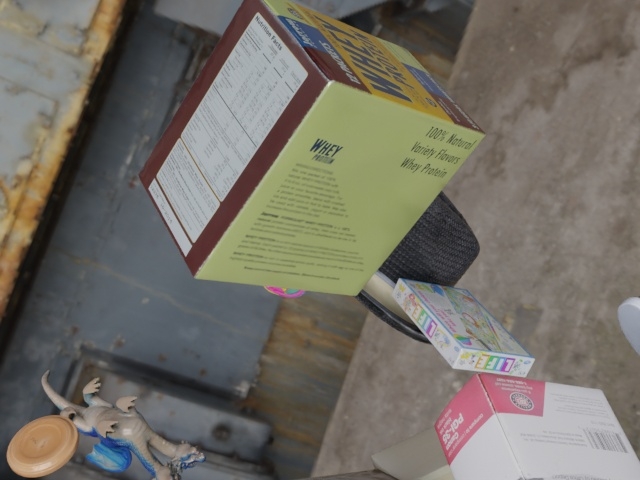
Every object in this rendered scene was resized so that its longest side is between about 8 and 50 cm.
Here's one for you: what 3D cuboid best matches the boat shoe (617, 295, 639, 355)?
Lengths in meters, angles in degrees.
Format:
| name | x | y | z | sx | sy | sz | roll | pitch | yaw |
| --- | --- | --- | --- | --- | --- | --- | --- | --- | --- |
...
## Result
| name | x | y | z | sx | sy | sz | roll | pitch | yaw |
| --- | --- | --- | --- | --- | --- | --- | --- | --- | --- |
| boat shoe | 0.509 | 0.152 | 1.232 | 0.076 | 0.228 | 0.080 | -44 | -3 | -27 |

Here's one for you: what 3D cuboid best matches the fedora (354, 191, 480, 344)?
| name | x | y | z | sx | sy | sz | roll | pitch | yaw |
| --- | --- | --- | --- | --- | --- | --- | --- | --- | --- |
| fedora | 0.093 | -0.020 | 1.175 | 0.152 | 0.334 | 0.334 | -47 | 31 | 14 |

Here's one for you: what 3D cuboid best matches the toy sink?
| name | x | y | z | sx | sy | sz | roll | pitch | yaw |
| --- | --- | --- | --- | --- | --- | --- | --- | --- | --- |
| toy sink | 0.244 | 0.454 | 1.734 | 0.153 | 0.234 | 0.131 | 26 | 136 | 68 |

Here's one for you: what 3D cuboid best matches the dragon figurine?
| name | x | y | z | sx | sy | sz | roll | pitch | yaw |
| --- | --- | --- | --- | --- | --- | --- | --- | --- | --- |
| dragon figurine | -0.306 | 0.283 | 1.315 | 0.289 | 0.144 | 0.085 | 9 | 48 | 32 |

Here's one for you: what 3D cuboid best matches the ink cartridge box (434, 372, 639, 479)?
| name | x | y | z | sx | sy | sz | roll | pitch | yaw |
| --- | --- | --- | --- | --- | --- | --- | --- | --- | --- |
| ink cartridge box | 0.280 | 0.306 | 1.036 | 0.117 | 0.207 | 0.283 | -58 | 32 | 34 |

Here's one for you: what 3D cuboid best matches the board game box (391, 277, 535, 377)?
| name | x | y | z | sx | sy | sz | roll | pitch | yaw |
| --- | --- | --- | --- | --- | --- | --- | --- | --- | --- |
| board game box | 0.161 | 0.098 | 1.025 | 0.026 | 0.103 | 0.154 | -68 | 30 | 19 |

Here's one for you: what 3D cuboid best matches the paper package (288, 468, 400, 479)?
| name | x | y | z | sx | sy | sz | roll | pitch | yaw |
| --- | --- | --- | --- | --- | --- | --- | --- | --- | --- |
| paper package | 0.001 | 0.508 | 1.518 | 0.309 | 0.325 | 0.168 | 167 | 100 | -74 |

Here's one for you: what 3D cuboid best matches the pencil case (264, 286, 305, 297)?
| name | x | y | z | sx | sy | sz | roll | pitch | yaw |
| --- | --- | --- | --- | --- | --- | --- | --- | --- | --- |
| pencil case | 0.000 | 0.000 | 1.344 | 0.104 | 0.104 | 0.236 | -44 | -5 | 39 |

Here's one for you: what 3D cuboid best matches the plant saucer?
| name | x | y | z | sx | sy | sz | roll | pitch | yaw |
| --- | --- | --- | --- | --- | --- | --- | --- | --- | --- |
| plant saucer | -0.320 | 0.234 | 1.028 | 0.083 | 0.083 | 0.013 | -106 | 3 | -52 |

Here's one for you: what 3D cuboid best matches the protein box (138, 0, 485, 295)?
| name | x | y | z | sx | sy | sz | roll | pitch | yaw |
| --- | --- | --- | --- | --- | --- | --- | --- | --- | --- |
| protein box | -0.010 | -0.075 | 0.778 | 0.201 | 0.200 | 0.136 | -53 | 51 | 25 |
